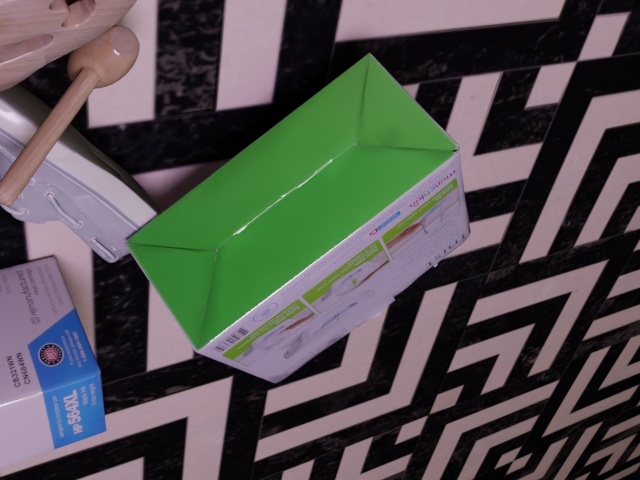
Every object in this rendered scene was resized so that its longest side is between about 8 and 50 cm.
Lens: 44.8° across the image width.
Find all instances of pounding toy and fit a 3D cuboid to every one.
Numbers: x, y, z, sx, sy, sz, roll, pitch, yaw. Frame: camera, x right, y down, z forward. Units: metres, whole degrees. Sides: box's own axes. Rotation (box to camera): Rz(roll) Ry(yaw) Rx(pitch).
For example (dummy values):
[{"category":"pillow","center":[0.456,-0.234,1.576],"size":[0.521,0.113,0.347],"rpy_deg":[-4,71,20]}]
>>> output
[{"category":"pounding toy","center":[-0.178,-0.112,0.421],"size":[0.154,0.154,0.269],"rpy_deg":[-25,179,35]}]

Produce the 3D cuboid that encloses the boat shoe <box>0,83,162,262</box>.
[{"category":"boat shoe","center":[-0.207,-0.043,0.599],"size":[0.081,0.079,0.227],"rpy_deg":[-42,145,0]}]

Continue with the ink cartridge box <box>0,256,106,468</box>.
[{"category":"ink cartridge box","center":[-0.297,0.111,0.632],"size":[0.203,0.148,0.085],"rpy_deg":[-15,138,-26]}]

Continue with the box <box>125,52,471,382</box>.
[{"category":"box","center":[0.000,0.000,0.719],"size":[0.262,0.126,0.231],"rpy_deg":[-38,160,1]}]
